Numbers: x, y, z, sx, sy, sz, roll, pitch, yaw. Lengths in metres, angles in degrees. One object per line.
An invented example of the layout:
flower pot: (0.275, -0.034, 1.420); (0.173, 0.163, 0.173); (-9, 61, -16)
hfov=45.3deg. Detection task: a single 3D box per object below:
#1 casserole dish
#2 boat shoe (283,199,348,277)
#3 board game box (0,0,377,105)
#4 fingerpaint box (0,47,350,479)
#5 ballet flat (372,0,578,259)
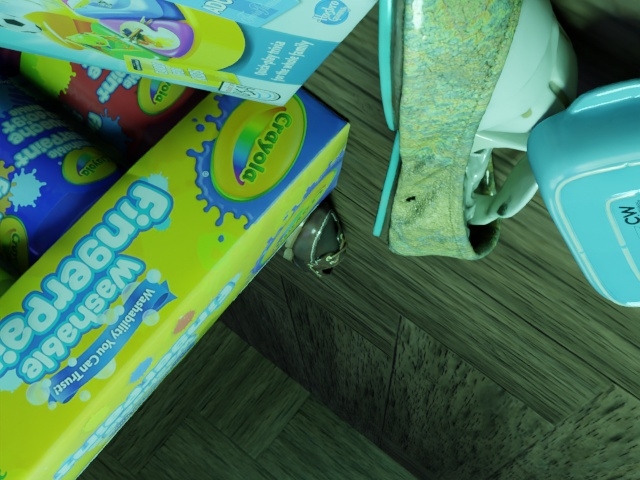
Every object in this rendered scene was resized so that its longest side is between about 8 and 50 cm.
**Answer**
casserole dish: (0.188, -0.013, 0.432); (0.114, 0.037, 0.188); (-11, 140, 30)
boat shoe: (0.000, 0.000, 0.934); (0.073, 0.073, 0.207); (32, 171, 3)
board game box: (-0.155, -0.176, 0.466); (0.336, 0.079, 0.254); (9, 175, -13)
fingerpaint box: (-0.254, -0.037, 0.733); (0.371, 0.445, 0.163); (39, 163, 9)
ballet flat: (0.094, -0.080, 0.472); (0.123, 0.123, 0.348); (36, 162, 17)
